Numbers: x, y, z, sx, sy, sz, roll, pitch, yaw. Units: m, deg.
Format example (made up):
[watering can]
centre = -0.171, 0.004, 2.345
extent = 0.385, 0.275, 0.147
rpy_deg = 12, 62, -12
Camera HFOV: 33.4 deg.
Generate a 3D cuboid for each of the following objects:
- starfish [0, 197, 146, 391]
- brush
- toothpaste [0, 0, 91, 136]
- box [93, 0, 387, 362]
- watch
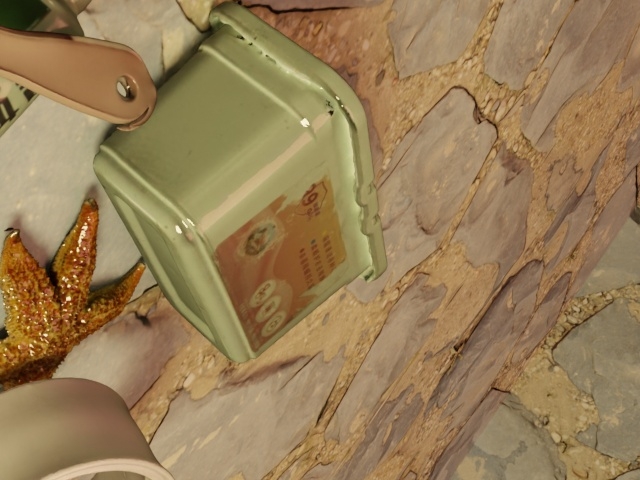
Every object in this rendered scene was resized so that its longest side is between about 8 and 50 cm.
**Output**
[starfish]
centre = -0.228, 0.068, 0.908
extent = 0.240, 0.043, 0.227
rpy_deg = -35, 150, -51
[brush]
centre = -0.225, -0.114, 0.611
extent = 0.313, 0.067, 0.072
rpy_deg = 8, 80, -50
[toothpaste]
centre = -0.269, -0.043, 0.668
extent = 0.392, 0.061, 0.098
rpy_deg = -51, 147, -14
[box]
centre = -0.069, -0.029, 0.950
extent = 0.182, 0.175, 0.312
rpy_deg = -43, 153, -15
[watch]
centre = -0.235, 0.230, 0.853
extent = 0.231, 0.196, 0.244
rpy_deg = -36, 144, -5
